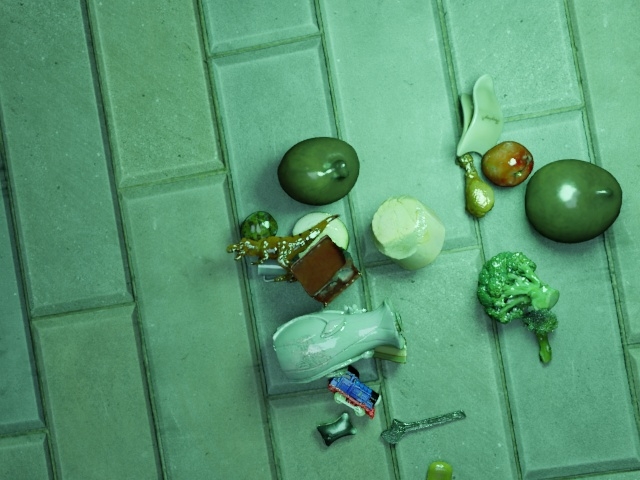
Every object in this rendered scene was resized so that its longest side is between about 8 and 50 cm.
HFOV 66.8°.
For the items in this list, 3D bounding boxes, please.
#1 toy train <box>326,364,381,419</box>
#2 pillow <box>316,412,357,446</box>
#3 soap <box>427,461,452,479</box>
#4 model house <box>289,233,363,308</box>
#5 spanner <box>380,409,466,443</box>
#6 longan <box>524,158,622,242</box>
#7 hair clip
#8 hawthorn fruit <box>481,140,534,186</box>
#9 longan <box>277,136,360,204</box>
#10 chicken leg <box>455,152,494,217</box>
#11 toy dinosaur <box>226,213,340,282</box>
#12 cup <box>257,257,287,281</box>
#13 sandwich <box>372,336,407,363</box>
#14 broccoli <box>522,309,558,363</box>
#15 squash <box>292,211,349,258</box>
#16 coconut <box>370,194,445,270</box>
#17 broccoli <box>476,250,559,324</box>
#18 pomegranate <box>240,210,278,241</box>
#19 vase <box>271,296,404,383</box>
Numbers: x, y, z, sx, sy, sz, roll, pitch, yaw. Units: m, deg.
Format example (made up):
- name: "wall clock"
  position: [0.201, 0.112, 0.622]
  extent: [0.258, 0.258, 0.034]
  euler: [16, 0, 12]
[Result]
- name: "toy train"
  position: [0.127, 0.557, 1.794]
  extent: [0.204, 0.083, 0.131]
  euler: [33, 91, 3]
- name: "pillow"
  position: [0.059, 0.707, 1.815]
  extent: [0.136, 0.055, 0.091]
  euler: [-27, 70, 2]
- name: "soap"
  position: [0.437, 0.883, 1.788]
  extent: [0.089, 0.045, 0.140]
  euler: [8, 92, 7]
- name: "model house"
  position: [0.036, 0.123, 1.726]
  extent: [0.196, 0.254, 0.160]
  euler: [-43, 64, -2]
- name: "spanner"
  position: [0.380, 0.684, 1.803]
  extent: [0.326, 0.026, 0.093]
  euler: [-15, 90, 4]
- name: "longan"
  position: [0.846, -0.131, 1.640]
  extent: [0.298, 0.297, 0.297]
  euler: [0, 90, 5]
- name: "hair clip"
  position: [0.569, -0.436, 1.723]
  extent: [0.173, 0.113, 0.281]
  euler: [4, 79, -34]
- name: "hawthorn fruit"
  position: [0.660, -0.267, 1.702]
  extent: [0.173, 0.173, 0.172]
  euler: [0, 90, 5]
- name: "longan"
  position: [-0.001, -0.240, 1.708]
  extent: [0.300, 0.300, 0.243]
  euler: [-20, 112, 4]
- name: "chicken leg"
  position: [0.556, -0.204, 1.758]
  extent: [0.107, 0.087, 0.251]
  euler: [-17, 82, -7]
- name: "toy dinosaur"
  position: [-0.114, 0.049, 1.750]
  extent: [0.433, 0.097, 0.208]
  euler: [-12, 87, -18]
- name: "cup"
  position: [-0.180, 0.110, 1.829]
  extent: [0.116, 0.074, 0.104]
  euler: [5, 115, 0]
- name: "sandwich"
  position: [0.230, 0.395, 1.769]
  extent: [0.163, 0.113, 0.079]
  euler: [2, 91, 5]
- name: "broccoli"
  position: [0.800, 0.343, 1.742]
  extent: [0.118, 0.122, 0.204]
  euler: [-11, 104, 19]
- name: "squash"
  position: [0.000, 0.000, 1.827]
  extent: [0.219, 0.041, 0.219]
  euler: [0, 93, 1]
- name: "coconut"
  position: [0.313, -0.027, 1.708]
  extent: [0.239, 0.244, 0.239]
  euler: [-17, 61, 32]
- name: "broccoli"
  position: [0.677, 0.164, 1.672]
  extent: [0.270, 0.270, 0.269]
  euler: [19, 92, 48]
- name: "pomegranate"
  position: [-0.222, -0.027, 1.798]
  extent: [0.138, 0.125, 0.163]
  euler: [-15, 90, -8]
- name: "vase"
  position: [0.071, 0.346, 1.707]
  extent: [0.446, 0.250, 0.249]
  euler: [-19, 89, 9]
